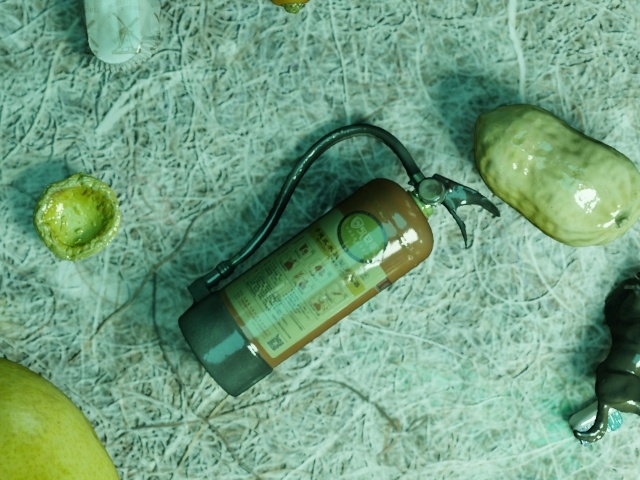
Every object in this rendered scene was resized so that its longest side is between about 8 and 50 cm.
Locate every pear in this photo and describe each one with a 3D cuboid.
[{"bbox_3d":[-0.365,0.283,1.118,0.314,0.314,0.315,0,93,-3],"label":"pear"}]

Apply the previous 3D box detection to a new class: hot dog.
[{"bbox_3d":[-0.237,-0.292,1.216,0.099,0.053,0.192,-9,91,-4],"label":"hot dog"}]

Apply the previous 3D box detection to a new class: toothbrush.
[{"bbox_3d":[0.490,0.133,1.286,0.417,0.042,0.040,-30,104,1],"label":"toothbrush"}]

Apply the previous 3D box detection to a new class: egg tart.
[{"bbox_3d":[-0.282,-0.027,1.233,0.105,0.039,0.105,0,93,-3],"label":"egg tart"}]

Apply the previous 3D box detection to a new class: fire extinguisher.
[{"bbox_3d":[0.002,0.002,1.214,0.376,0.113,0.200,-34,94,-1],"label":"fire extinguisher"}]

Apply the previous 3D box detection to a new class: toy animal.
[{"bbox_3d":[0.387,0.143,1.250,0.148,0.084,0.233,20,83,33],"label":"toy animal"}]

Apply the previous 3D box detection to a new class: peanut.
[{"bbox_3d":[0.271,-0.075,1.221,0.224,0.129,0.129,29,91,-2],"label":"peanut"}]

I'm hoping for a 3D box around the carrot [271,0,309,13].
[{"bbox_3d":[-0.039,-0.375,1.217,0.067,0.067,0.225,-1,91,-3],"label":"carrot"}]
